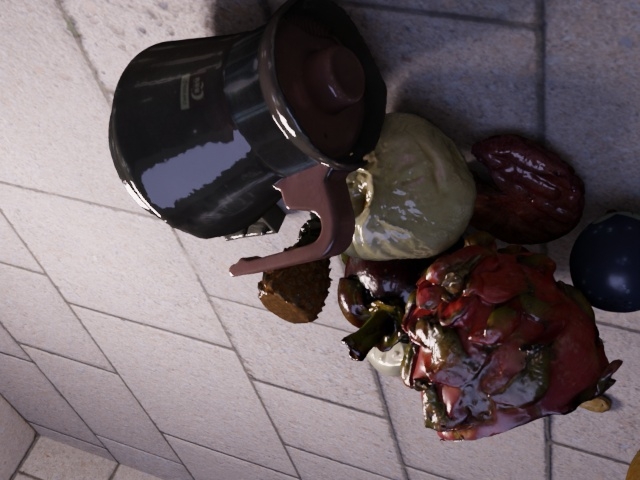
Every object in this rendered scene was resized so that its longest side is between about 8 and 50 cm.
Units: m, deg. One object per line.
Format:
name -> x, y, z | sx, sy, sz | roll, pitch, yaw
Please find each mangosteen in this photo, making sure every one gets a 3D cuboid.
mangosteen -> 0.136, 0.096, 1.592 | 0.231, 0.289, 0.231 | 21, 146, 15

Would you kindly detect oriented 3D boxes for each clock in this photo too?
clock -> 0.485, 0.047, 1.400 | 0.243, 0.147, 0.200 | 19, 152, -3

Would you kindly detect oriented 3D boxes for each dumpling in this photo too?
dumpling -> 0.167, 0.239, 1.983 | 0.169, 0.100, 0.134 | -3, 153, 44

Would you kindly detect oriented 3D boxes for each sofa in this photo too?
sofa -> -0.149, -0.045, 1.822 | 0.147, 0.060, 0.085 | -5, 137, 43

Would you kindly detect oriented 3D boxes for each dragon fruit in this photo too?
dragon fruit -> 0.261, 0.118, 1.415 | 0.314, 0.296, 0.263 | -24, 90, 23

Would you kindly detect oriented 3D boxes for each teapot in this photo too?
teapot -> -0.091, -0.142, 1.361 | 0.361, 0.376, 0.305 | -17, 173, 41

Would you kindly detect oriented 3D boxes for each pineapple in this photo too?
pineapple -> 0.000, 0.000, 1.556 | 0.130, 0.277, 0.119 | 39, 152, -29

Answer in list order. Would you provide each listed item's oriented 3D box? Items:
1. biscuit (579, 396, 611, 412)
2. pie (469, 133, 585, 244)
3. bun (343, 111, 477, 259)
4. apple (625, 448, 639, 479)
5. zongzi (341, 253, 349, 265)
biscuit -> 0.502, 0.302, 1.896 | 0.147, 0.018, 0.071 | 24, 152, 2
pie -> 0.291, -0.072, 1.450 | 0.204, 0.054, 0.218 | 36, 147, -15
bun -> 0.106, -0.065, 1.414 | 0.243, 0.153, 0.244 | 7, 103, 33
apple -> 0.688, 0.462, 1.766 | 0.256, 0.257, 0.234 | 11, 142, 25
zongzi -> 0.091, 0.014, 1.740 | 0.119, 0.055, 0.109 | 5, 147, 14
